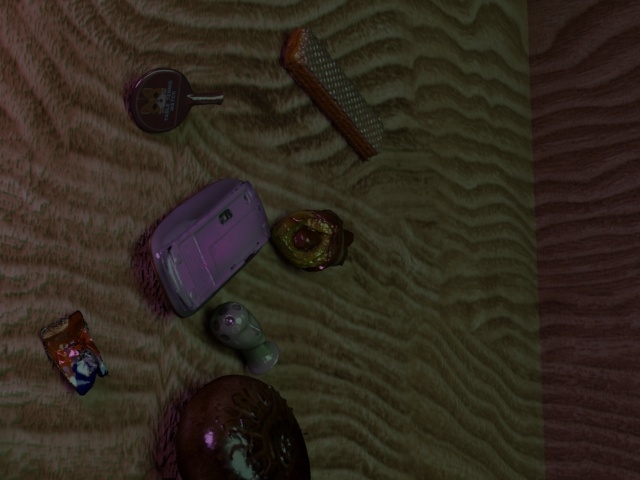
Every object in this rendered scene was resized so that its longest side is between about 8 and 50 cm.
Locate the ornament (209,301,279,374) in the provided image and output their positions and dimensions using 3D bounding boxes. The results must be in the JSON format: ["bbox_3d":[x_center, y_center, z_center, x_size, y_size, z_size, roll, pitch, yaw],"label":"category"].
[{"bbox_3d":[-0.130,0.164,1.673,0.156,0.081,0.074,57,43,-43],"label":"ornament"}]

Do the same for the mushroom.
[{"bbox_3d":[-0.120,0.356,1.562,0.297,0.163,0.278,37,52,-52],"label":"mushroom"}]

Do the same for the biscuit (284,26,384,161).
[{"bbox_3d":[0.037,-0.305,2.083,0.378,0.054,0.094,46,47,-45],"label":"biscuit"}]

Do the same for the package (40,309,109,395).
[{"bbox_3d":[-0.342,0.158,1.366,0.077,0.033,0.110,-34,100,-32],"label":"package"}]

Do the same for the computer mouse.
[{"bbox_3d":[-0.187,0.008,1.618,0.310,0.072,0.158,-47,122,-53],"label":"computer mouse"}]

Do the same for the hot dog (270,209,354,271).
[{"bbox_3d":[0.003,-0.004,1.918,0.261,0.093,0.123,-10,92,-59],"label":"hot dog"}]

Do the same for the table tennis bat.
[{"bbox_3d":[-0.264,-0.247,1.617,0.170,0.119,0.107,-8,117,-37],"label":"table tennis bat"}]
